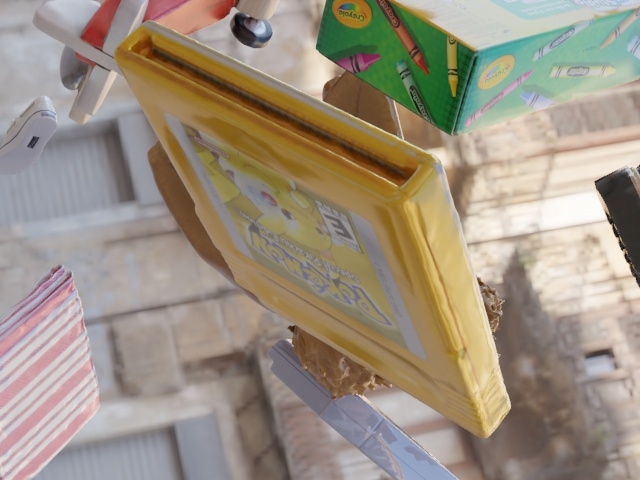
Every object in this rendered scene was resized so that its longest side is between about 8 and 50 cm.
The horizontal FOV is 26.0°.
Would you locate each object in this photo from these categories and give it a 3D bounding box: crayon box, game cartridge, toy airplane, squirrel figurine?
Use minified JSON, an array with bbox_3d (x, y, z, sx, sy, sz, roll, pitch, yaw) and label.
[{"bbox_3d":[0.154,-0.188,1.212,0.165,0.278,0.081,37,-51,33],"label":"crayon box"},{"bbox_3d":[0.073,0.242,1.699,0.294,0.060,0.196,42,0,-34],"label":"game cartridge"},{"bbox_3d":[0.000,0.000,1.060,0.285,0.052,0.323,29,-24,34],"label":"game cartridge"},{"bbox_3d":[-0.229,-0.333,1.743,0.272,0.386,0.384,44,-2,10],"label":"toy airplane"},{"bbox_3d":[0.039,0.010,1.650,0.397,0.281,0.370,65,11,11],"label":"squirrel figurine"}]

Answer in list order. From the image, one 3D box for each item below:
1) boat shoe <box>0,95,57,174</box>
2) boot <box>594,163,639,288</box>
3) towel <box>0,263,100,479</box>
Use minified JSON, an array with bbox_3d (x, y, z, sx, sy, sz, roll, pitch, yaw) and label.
[{"bbox_3d":[-0.277,-0.099,1.295,0.100,0.035,0.035,-44,-133,41],"label":"boat shoe"},{"bbox_3d":[0.253,0.026,0.756,0.197,0.137,0.077,65,8,7],"label":"boot"},{"bbox_3d":[-0.270,0.134,1.294,0.029,0.144,0.197,22,-44,27],"label":"towel"}]
